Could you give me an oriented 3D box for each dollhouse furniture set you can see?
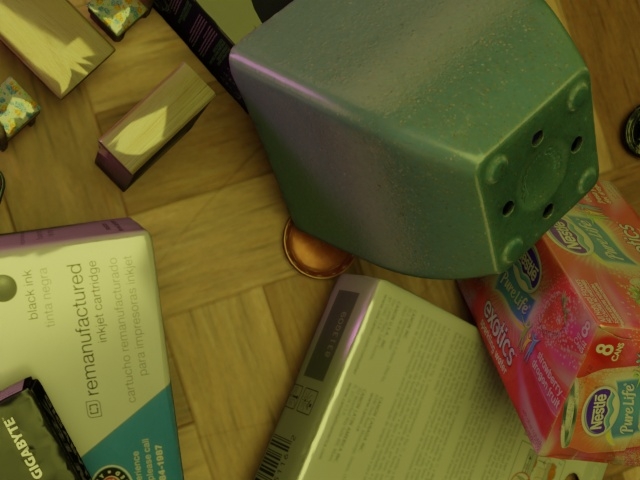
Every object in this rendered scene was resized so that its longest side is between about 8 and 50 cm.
[{"bbox_3d":[-0.232,-0.174,0.985,0.242,0.161,0.212,46,76,-7],"label":"dollhouse furniture set"}]

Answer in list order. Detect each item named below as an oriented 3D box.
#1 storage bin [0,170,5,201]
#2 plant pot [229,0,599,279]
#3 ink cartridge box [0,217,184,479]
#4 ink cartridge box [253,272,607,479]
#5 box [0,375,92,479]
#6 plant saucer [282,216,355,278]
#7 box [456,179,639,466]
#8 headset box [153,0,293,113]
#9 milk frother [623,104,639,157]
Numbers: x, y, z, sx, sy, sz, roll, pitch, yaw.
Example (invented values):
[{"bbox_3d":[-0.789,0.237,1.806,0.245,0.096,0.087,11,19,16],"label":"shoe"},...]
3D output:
[{"bbox_3d":[-0.361,-0.057,0.968,0.135,0.091,0.098,18,80,-22],"label":"storage bin"},{"bbox_3d":[0.112,-0.108,0.964,0.247,0.252,0.248,-40,138,-18],"label":"plant pot"},{"bbox_3d":[-0.335,0.149,0.912,0.395,0.166,0.285,-9,97,-15],"label":"ink cartridge box"},{"bbox_3d":[0.127,0.249,1.108,0.385,0.091,0.308,29,78,-28],"label":"ink cartridge box"},{"bbox_3d":[-0.289,0.304,0.804,0.293,0.073,0.295,-28,96,-9],"label":"box"},{"bbox_3d":[0.000,0.000,1.110,0.083,0.013,0.083,1,84,-15],"label":"plant saucer"},{"bbox_3d":[0.252,0.062,1.012,0.142,0.300,0.154,9,120,-14],"label":"box"},{"bbox_3d":[-0.056,-0.304,1.059,0.246,0.131,0.283,-43,98,-14],"label":"headset box"},{"bbox_3d":[0.441,-0.121,1.173,0.143,0.135,0.129,-8,74,-17],"label":"milk frother"}]
